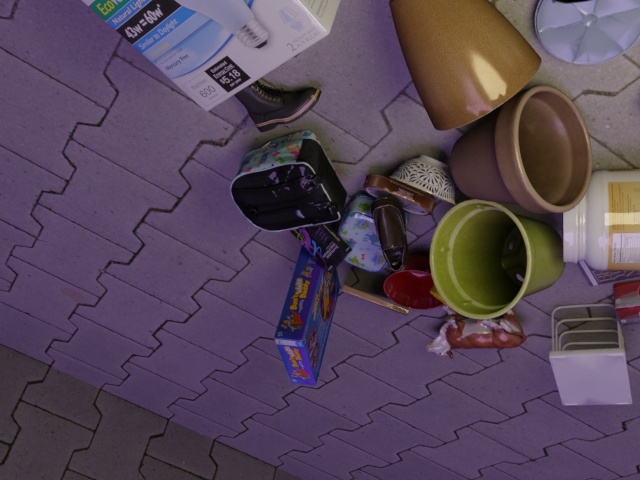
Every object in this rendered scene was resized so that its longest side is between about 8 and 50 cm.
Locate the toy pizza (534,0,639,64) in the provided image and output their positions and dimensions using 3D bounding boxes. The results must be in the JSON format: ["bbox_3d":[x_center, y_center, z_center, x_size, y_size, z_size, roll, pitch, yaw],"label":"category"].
[{"bbox_3d":[0.507,-0.421,1.375,0.201,0.032,0.201,11,138,10],"label":"toy pizza"}]

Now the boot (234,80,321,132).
[{"bbox_3d":[-0.109,-0.332,1.665,0.198,0.077,0.137,-20,125,35],"label":"boot"}]

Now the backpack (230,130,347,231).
[{"bbox_3d":[-0.085,-0.138,1.794,0.254,0.191,0.225,-15,131,23],"label":"backpack"}]

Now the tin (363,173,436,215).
[{"bbox_3d":[0.196,-0.111,1.825,0.190,0.040,0.106,23,175,-9],"label":"tin"}]

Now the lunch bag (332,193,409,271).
[{"bbox_3d":[0.129,-0.016,1.954,0.176,0.090,0.219,20,140,-6],"label":"lunch bag"}]

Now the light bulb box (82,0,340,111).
[{"bbox_3d":[-0.202,-0.495,1.369,0.358,0.225,0.361,-23,129,38],"label":"light bulb box"}]

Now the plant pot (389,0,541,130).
[{"bbox_3d":[0.248,-0.379,1.386,0.237,0.237,0.254,-23,115,38],"label":"plant pot"}]

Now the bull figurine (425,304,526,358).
[{"bbox_3d":[0.449,0.267,2.187,0.310,0.101,0.188,-9,134,28],"label":"bull figurine"}]

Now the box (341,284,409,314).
[{"bbox_3d":[0.159,0.174,2.144,0.201,0.021,0.164,21,177,5],"label":"box"}]

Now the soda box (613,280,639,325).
[{"bbox_3d":[0.909,0.151,1.906,0.263,0.083,0.092,-11,135,29],"label":"soda box"}]

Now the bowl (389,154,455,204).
[{"bbox_3d":[0.255,-0.152,1.731,0.170,0.080,0.170,23,-174,-3],"label":"bowl"}]

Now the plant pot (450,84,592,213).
[{"bbox_3d":[0.411,-0.176,1.571,0.263,0.263,0.229,38,154,-26],"label":"plant pot"}]

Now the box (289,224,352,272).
[{"bbox_3d":[0.000,0.000,1.951,0.162,0.029,0.116,45,143,5],"label":"box"}]

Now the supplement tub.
[{"bbox_3d":[0.700,-0.046,1.619,0.316,0.228,0.228,0,139,19],"label":"supplement tub"}]

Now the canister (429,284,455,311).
[{"bbox_3d":[0.381,0.099,1.941,0.126,0.170,0.073,36,176,-25],"label":"canister"}]

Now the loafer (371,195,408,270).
[{"bbox_3d":[0.181,-0.013,1.822,0.080,0.078,0.220,-13,126,12],"label":"loafer"}]

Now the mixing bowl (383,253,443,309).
[{"bbox_3d":[0.273,0.103,2.046,0.181,0.098,0.181,10,141,8],"label":"mixing bowl"}]

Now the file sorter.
[{"bbox_3d":[0.773,0.330,2.099,0.193,0.173,0.277,-6,137,23],"label":"file sorter"}]

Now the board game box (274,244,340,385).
[{"bbox_3d":[-0.029,0.196,2.059,0.078,0.347,0.233,4,140,15],"label":"board game box"}]

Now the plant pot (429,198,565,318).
[{"bbox_3d":[0.447,0.040,1.761,0.254,0.276,0.276,-2,159,-44],"label":"plant pot"}]

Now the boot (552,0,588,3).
[{"bbox_3d":[0.408,-0.461,1.276,0.219,0.106,0.082,14,119,19],"label":"boot"}]

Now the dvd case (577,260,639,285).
[{"bbox_3d":[0.772,0.045,1.874,0.221,0.018,0.164,-16,133,33],"label":"dvd case"}]
